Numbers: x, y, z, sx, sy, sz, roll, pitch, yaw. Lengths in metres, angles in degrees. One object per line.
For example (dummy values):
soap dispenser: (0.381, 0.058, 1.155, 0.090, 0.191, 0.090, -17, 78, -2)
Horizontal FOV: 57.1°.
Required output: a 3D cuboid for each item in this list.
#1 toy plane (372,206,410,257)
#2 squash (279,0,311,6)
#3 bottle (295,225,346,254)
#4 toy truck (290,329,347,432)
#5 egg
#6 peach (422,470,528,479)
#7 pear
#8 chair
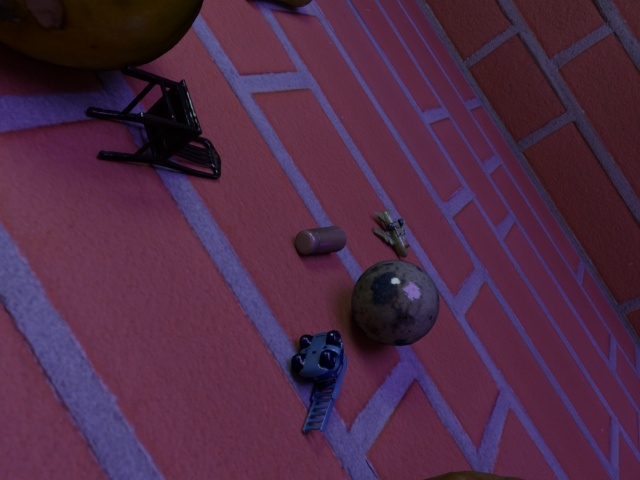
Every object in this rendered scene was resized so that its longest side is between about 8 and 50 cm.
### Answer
toy plane: (0.151, -0.017, 1.204, 0.102, 0.040, 0.111, -21, 77, -39)
squash: (-0.092, -0.581, 1.336, 0.083, 0.083, 0.250, 59, 33, 3)
bottle: (0.000, 0.000, 0.972, 0.096, 0.045, 0.045, -6, 67, -54)
toy truck: (-0.003, 0.184, 0.791, 0.074, 0.063, 0.136, 66, 29, -26)
egg: (0.124, 0.103, 0.963, 0.182, 0.141, 0.141, 30, 37, -65)
peach: (0.194, 0.381, 0.722, 0.214, 0.235, 0.214, 40, 25, -23)
pear: (-0.258, -0.332, 0.699, 0.269, 0.269, 0.321, 50, 57, -13)
chair: (-0.186, -0.148, 0.788, 0.213, 0.102, 0.084, 4, 60, -52)
